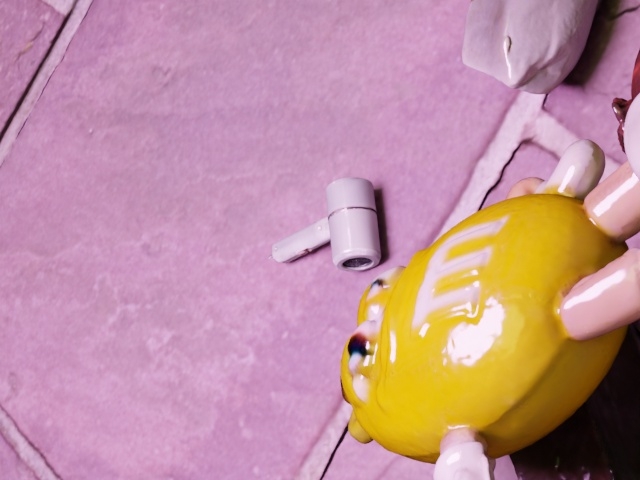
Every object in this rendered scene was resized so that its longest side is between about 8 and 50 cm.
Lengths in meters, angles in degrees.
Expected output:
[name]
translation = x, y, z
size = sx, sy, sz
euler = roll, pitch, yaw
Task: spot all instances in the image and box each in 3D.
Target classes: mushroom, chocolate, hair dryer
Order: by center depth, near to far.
[chocolate]
translation = 0.220, 0.181, 1.422
size = 0.112, 0.112, 0.321
euler = -41, 53, 36
[mushroom]
translation = 0.221, -0.256, 1.574
size = 0.118, 0.103, 0.270
euler = 32, 91, 43
[hair dryer]
translation = 0.000, 0.000, 1.717
size = 0.137, 0.047, 0.082
euler = -25, 60, 40

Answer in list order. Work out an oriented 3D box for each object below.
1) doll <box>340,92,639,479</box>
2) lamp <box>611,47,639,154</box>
[doll]
translation = 0.158, 0.062, 1.276
size = 0.423, 0.161, 0.348
euler = -51, 18, 18
[lamp]
translation = 0.313, -0.101, 1.404
size = 0.223, 0.215, 0.151
euler = -43, 33, -8
